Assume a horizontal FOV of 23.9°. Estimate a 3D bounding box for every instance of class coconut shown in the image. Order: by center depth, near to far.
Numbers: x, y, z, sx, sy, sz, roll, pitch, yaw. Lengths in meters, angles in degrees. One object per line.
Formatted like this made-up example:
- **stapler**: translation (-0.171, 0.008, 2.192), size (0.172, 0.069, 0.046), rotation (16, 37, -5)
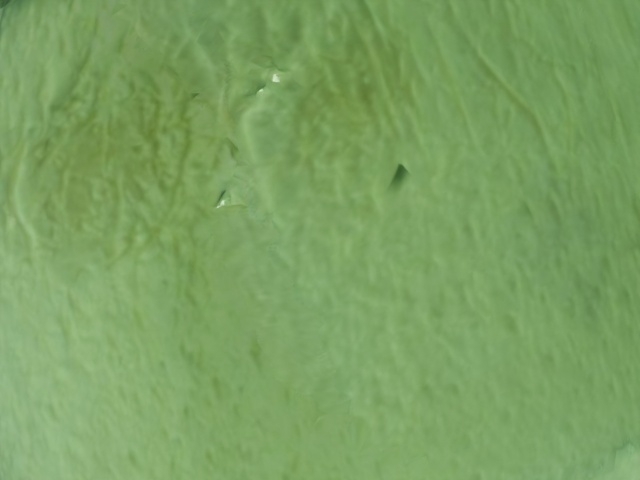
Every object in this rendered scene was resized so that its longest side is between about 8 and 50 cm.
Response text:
- **coconut**: translation (0.000, 0.000, 0.429), size (0.245, 0.247, 0.245), rotation (-13, 169, -3)
